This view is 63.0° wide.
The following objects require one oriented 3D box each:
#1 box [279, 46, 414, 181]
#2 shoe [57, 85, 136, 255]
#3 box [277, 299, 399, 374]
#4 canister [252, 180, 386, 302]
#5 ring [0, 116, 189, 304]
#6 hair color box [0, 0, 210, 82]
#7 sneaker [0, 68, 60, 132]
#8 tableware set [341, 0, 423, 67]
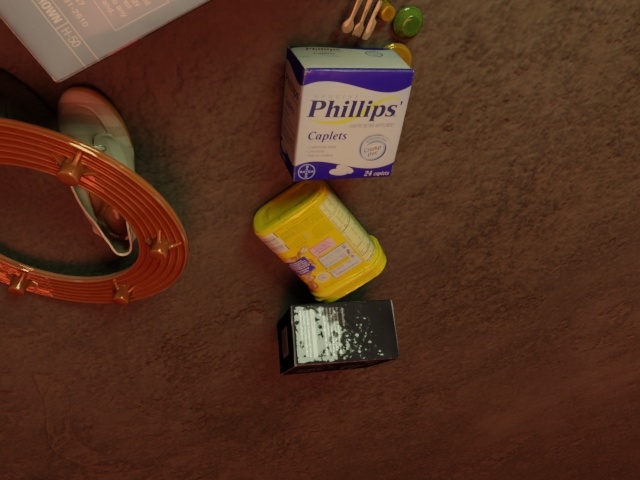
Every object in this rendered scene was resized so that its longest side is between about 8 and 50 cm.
[{"bbox_3d":[0.025,-0.145,0.604,0.126,0.072,0.137,-5,129,-16],"label":"box"},{"bbox_3d":[-0.259,-0.075,0.628,0.077,0.058,0.218,-8,130,-8],"label":"shoe"},{"bbox_3d":[0.021,0.155,0.824,0.159,0.093,0.156,-1,162,-13],"label":"box"},{"bbox_3d":[0.000,0.000,0.747,0.126,0.073,0.170,-32,128,13],"label":"canister"},{"bbox_3d":[-0.326,-0.007,0.612,0.337,0.032,0.336,3,144,2],"label":"ring"},{"bbox_3d":[-0.075,-0.289,0.418,0.375,0.185,0.113,-26,129,7],"label":"hair color box"},{"bbox_3d":[-0.395,-0.134,0.541,0.222,0.083,0.118,33,119,-23],"label":"sneaker"},{"bbox_3d":[0.056,-0.211,0.624,0.104,0.024,0.154,9,124,-25],"label":"tableware set"}]
